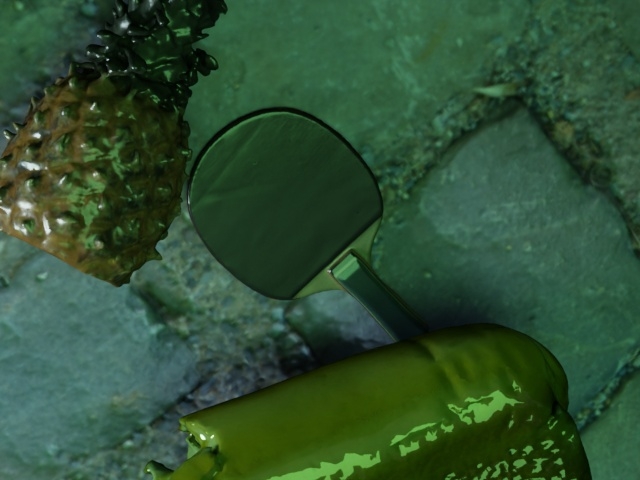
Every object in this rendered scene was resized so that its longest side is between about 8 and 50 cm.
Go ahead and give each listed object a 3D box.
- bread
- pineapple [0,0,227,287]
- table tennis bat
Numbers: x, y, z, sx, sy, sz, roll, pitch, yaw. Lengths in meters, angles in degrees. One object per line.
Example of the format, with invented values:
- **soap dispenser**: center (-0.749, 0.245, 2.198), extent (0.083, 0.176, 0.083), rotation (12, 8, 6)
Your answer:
- **bread**: center (0.049, 0.215, 1.565), extent (0.376, 0.208, 0.251), rotation (-18, 109, -8)
- **pineapple**: center (-0.157, -0.113, 1.429), extent (0.157, 0.158, 0.279), rotation (24, 91, -22)
- **table tennis bat**: center (0.000, 0.000, 1.571), extent (0.154, 0.021, 0.274), rotation (-42, 113, 4)
